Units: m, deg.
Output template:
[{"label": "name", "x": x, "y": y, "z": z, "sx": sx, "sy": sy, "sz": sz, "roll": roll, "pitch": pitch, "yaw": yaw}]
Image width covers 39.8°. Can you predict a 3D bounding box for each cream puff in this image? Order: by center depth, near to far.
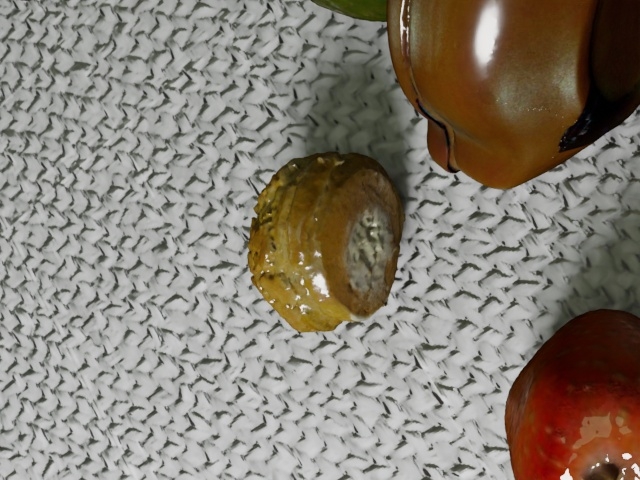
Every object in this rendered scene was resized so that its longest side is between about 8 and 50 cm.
[{"label": "cream puff", "x": -0.001, "y": 0.000, "z": 0.685, "sx": 0.103, "sy": 0.126, "sz": 0.144, "roll": 1, "pitch": 82, "yaw": 41}]

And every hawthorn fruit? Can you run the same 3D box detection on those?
[{"label": "hawthorn fruit", "x": 0.183, "y": 0.129, "z": 0.557, "sx": 0.163, "sy": 0.203, "sz": 0.162, "roll": 0, "pitch": 90, "yaw": 21}]

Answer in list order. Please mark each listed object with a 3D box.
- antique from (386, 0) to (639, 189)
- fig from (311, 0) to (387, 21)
[{"label": "antique", "x": 0.145, "y": -0.161, "z": 0.552, "sx": 0.129, "sy": 0.223, "sz": 0.278, "roll": 32, "pitch": 132, "yaw": 34}, {"label": "fig", "x": 0.006, "y": -0.262, "z": 0.621, "sx": 0.245, "sy": 0.195, "sz": 0.195, "roll": 8, "pitch": 96, "yaw": -18}]
